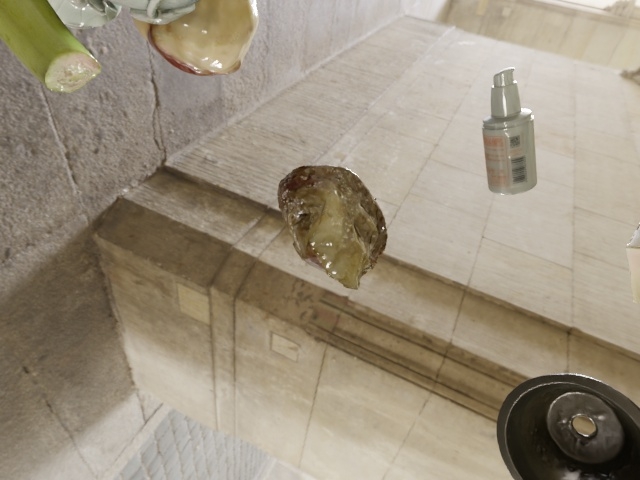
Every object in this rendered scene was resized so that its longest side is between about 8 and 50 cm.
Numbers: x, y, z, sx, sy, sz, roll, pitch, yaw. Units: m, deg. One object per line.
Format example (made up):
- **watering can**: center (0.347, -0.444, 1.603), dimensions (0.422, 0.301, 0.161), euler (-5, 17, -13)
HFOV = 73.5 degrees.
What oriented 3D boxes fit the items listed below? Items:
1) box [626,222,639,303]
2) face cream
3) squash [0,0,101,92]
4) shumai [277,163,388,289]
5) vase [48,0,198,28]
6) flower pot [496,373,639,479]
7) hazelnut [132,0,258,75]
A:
- **box**: center (0.791, 0.024, 0.979), dimensions (0.212, 0.095, 0.168), euler (-40, 115, -29)
- **face cream**: center (0.387, -0.225, 0.887), dimensions (0.101, 0.101, 0.251), euler (-50, 130, -49)
- **squash**: center (-0.356, -0.267, 0.516), dimensions (0.083, 0.250, 0.083), euler (-38, 165, -12)
- **shumai**: center (0.001, -0.012, 0.457), dimensions (0.105, 0.123, 0.138), euler (-28, 110, -55)
- **vase**: center (-0.301, -0.452, 0.639), dimensions (0.250, 0.446, 0.249), euler (-13, 108, -45)
- **flower pot**: center (0.501, 0.377, 0.826), dimensions (0.166, 0.269, 0.268), euler (4, 109, -51)
- **hazelnut**: center (-0.231, -0.454, 0.833), dimensions (0.241, 0.261, 0.260), euler (-27, 138, -51)
